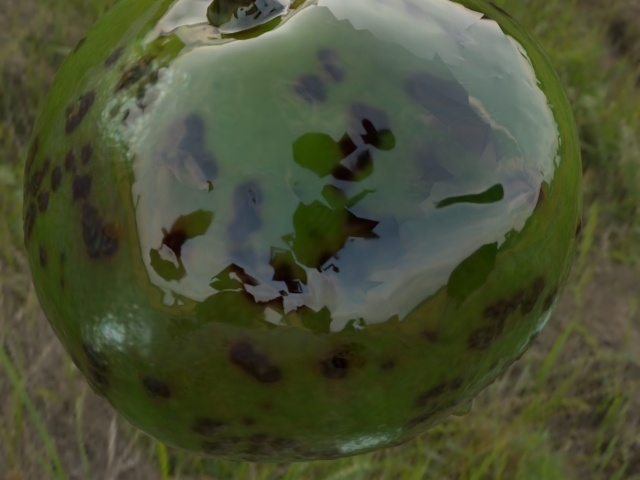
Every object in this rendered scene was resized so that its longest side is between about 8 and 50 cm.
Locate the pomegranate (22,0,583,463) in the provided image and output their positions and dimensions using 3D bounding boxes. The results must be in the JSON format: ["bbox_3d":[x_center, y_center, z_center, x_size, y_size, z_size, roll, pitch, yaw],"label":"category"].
[{"bbox_3d":[0.000,0.000,0.675,0.211,0.263,0.211,-10,47,11],"label":"pomegranate"}]
